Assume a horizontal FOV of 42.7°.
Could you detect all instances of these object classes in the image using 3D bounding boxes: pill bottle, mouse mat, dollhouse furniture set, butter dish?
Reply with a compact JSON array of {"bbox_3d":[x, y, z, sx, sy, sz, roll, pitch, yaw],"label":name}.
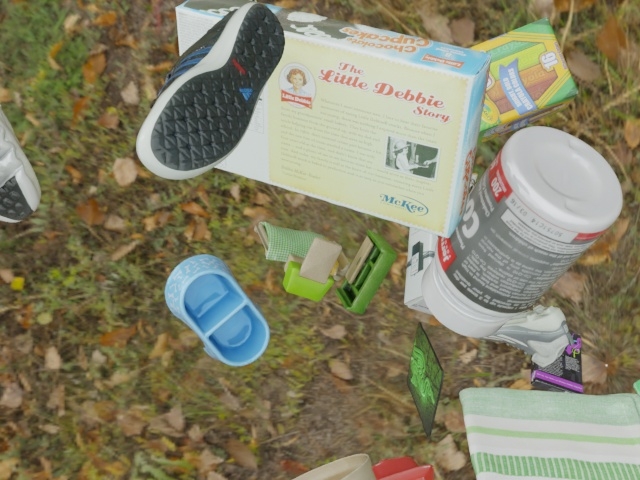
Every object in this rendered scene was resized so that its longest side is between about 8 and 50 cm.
[{"bbox_3d":[0.250,0.000,1.083,0.161,0.161,0.283,50,141,19],"label":"pill bottle"},{"bbox_3d":[0.201,0.266,1.590,0.007,0.189,0.152,3,115,-9],"label":"mouse mat"},{"bbox_3d":[0.000,0.000,1.739,0.151,0.197,0.301,-63,25,16],"label":"dollhouse furniture set"},{"bbox_3d":[0.162,0.537,1.820,0.160,0.160,0.118,-14,36,-12],"label":"butter dish"}]

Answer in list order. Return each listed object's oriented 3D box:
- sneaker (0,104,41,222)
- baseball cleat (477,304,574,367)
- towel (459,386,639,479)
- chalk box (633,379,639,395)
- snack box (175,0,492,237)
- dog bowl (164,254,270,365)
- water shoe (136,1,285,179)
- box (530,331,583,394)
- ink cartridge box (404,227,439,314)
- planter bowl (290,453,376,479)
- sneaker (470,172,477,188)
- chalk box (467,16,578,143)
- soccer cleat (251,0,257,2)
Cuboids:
[{"bbox_3d":[-0.403,-0.156,0.924,0.110,0.118,0.292,-28,102,27],"label":"sneaker"},{"bbox_3d":[0.338,0.170,1.399,0.206,0.072,0.109,-20,96,58],"label":"baseball cleat"},{"bbox_3d":[0.306,0.286,0.961,0.248,0.325,0.038,3,119,0],"label":"towel"},{"bbox_3d":[0.561,0.184,1.174,0.213,0.132,0.132,-22,39,5],"label":"chalk box"},{"bbox_3d":[0.004,-0.134,0.855,0.322,0.060,0.187,18,131,19],"label":"snack box"},{"bbox_3d":[-0.227,0.169,1.875,0.166,0.297,0.074,-40,27,-10],"label":"dog bowl"},{"bbox_3d":[-0.098,-0.119,0.691,0.080,0.073,0.203,-10,37,43],"label":"water shoe"},{"bbox_3d":[0.523,0.264,1.816,0.116,0.029,0.162,19,51,-7],"label":"box"},{"bbox_3d":[0.258,0.044,1.643,0.087,0.153,0.208,-34,44,56],"label":"ink cartridge box"},{"bbox_3d":[0.004,0.324,0.919,0.162,0.162,0.109,-27,83,14],"label":"planter bowl"},{"bbox_3d":[0.281,-0.115,1.597,0.032,0.083,0.037,18,104,37],"label":"sneaker"},{"bbox_3d":[0.374,-0.324,1.768,0.289,0.179,0.180,-22,84,6],"label":"chalk box"},{"bbox_3d":[-0.124,-0.370,1.310,0.060,0.072,0.179,-33,107,22],"label":"soccer cleat"}]
